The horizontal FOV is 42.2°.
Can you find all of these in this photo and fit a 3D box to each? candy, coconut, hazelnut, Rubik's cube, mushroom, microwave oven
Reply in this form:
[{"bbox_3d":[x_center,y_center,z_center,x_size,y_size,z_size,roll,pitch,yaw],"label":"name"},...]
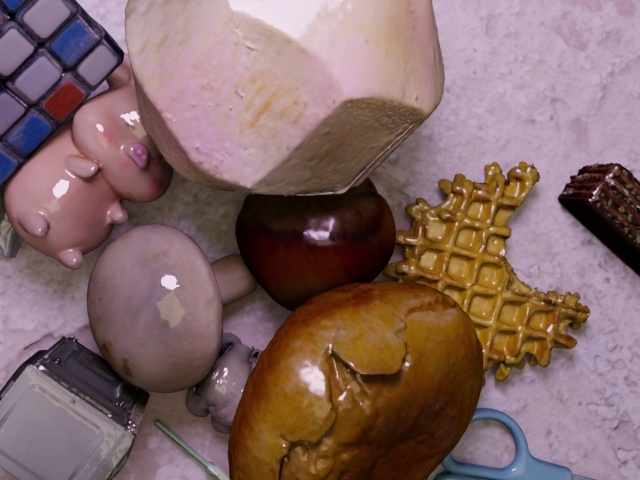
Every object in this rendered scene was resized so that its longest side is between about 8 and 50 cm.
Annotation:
[{"bbox_3d":[-0.144,0.301,1.095,0.194,0.062,0.058,41,131,2],"label":"candy"},{"bbox_3d":[-0.026,-0.216,0.909,0.352,0.352,0.353,0,92,-7],"label":"coconut"},{"bbox_3d":[0.000,0.000,1.043,0.208,0.208,0.208,0,92,-7],"label":"hazelnut"},{"bbox_3d":[-0.440,-0.235,0.869,0.293,0.287,0.292,-44,68,-3],"label":"Rubik's cube"},{"bbox_3d":[-0.173,0.074,1.025,0.215,0.207,0.207,-19,95,-40],"label":"mushroom"},{"bbox_3d":[-0.296,0.205,0.988,0.163,0.205,0.129,38,87,-8],"label":"microwave oven"}]

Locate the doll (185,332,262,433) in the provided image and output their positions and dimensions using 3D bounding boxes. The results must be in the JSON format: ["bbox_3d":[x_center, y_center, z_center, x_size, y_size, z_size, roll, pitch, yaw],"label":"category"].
[{"bbox_3d":[-0.080,0.208,1.072,0.192,0.095,0.149,34,82,-6],"label":"doll"}]

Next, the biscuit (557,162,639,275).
[{"bbox_3d":[0.446,-0.002,1.127,0.252,0.106,0.070,41,88,-7],"label":"biscuit"}]

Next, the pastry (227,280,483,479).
[{"bbox_3d":[0.050,0.205,0.969,0.356,0.164,0.356,-22,125,-34],"label":"pastry"}]

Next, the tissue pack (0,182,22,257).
[{"bbox_3d":[-0.463,-0.059,1.046,0.193,0.026,0.123,16,90,-8],"label":"tissue pack"}]

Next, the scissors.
[{"bbox_3d":[0.375,0.360,1.168,0.447,0.029,0.193,12,91,-8],"label":"scissors"}]

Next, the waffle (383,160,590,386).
[{"bbox_3d":[0.220,0.052,1.120,0.259,0.069,0.293,-26,94,-7],"label":"waffle"}]

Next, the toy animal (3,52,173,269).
[{"bbox_3d":[-0.268,-0.088,1.011,0.250,0.154,0.166,-45,138,-12],"label":"toy animal"}]
